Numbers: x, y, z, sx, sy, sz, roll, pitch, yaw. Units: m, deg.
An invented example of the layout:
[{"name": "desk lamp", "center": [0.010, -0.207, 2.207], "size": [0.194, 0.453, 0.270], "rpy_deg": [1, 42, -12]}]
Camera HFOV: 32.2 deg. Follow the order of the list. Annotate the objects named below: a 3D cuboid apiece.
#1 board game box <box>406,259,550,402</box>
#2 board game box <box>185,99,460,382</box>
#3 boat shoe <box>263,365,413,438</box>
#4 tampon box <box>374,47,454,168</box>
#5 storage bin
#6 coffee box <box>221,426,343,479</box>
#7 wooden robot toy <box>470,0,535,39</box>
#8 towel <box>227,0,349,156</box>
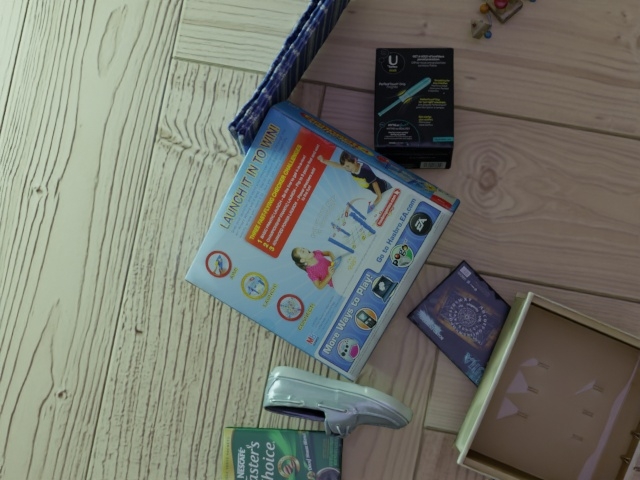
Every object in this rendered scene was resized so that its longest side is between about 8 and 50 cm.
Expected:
[{"name": "board game box", "center": [0.241, 0.139, 1.695], "size": [0.126, 0.026, 0.186], "rpy_deg": [-44, 84, -1]}, {"name": "board game box", "center": [0.000, 0.000, 1.640], "size": [0.302, 0.086, 0.308], "rpy_deg": [31, 109, 6]}, {"name": "boat shoe", "center": [0.023, 0.257, 1.662], "size": [0.227, 0.079, 0.081], "rpy_deg": [14, 64, 12]}, {"name": "tampon box", "center": [0.142, -0.200, 1.684], "size": [0.120, 0.101, 0.161], "rpy_deg": [1, 75, 3]}, {"name": "storage bin", "center": [0.360, 0.243, 1.613], "size": [0.260, 0.123, 0.262], "rpy_deg": [23, 89, -1]}, {"name": "coffee box", "center": [-0.059, 0.343, 1.687], "size": [0.184, 0.040, 0.113], "rpy_deg": [3, 85, 4]}, {"name": "wooden robot toy", "center": [0.281, -0.391, 1.722], "size": [0.173, 0.076, 0.079], "rpy_deg": [-40, 73, -1]}, {"name": "towel", "center": [-0.036, -0.282, 1.641], "size": [0.040, 0.243, 0.336], "rpy_deg": [33, 87, 1]}]
